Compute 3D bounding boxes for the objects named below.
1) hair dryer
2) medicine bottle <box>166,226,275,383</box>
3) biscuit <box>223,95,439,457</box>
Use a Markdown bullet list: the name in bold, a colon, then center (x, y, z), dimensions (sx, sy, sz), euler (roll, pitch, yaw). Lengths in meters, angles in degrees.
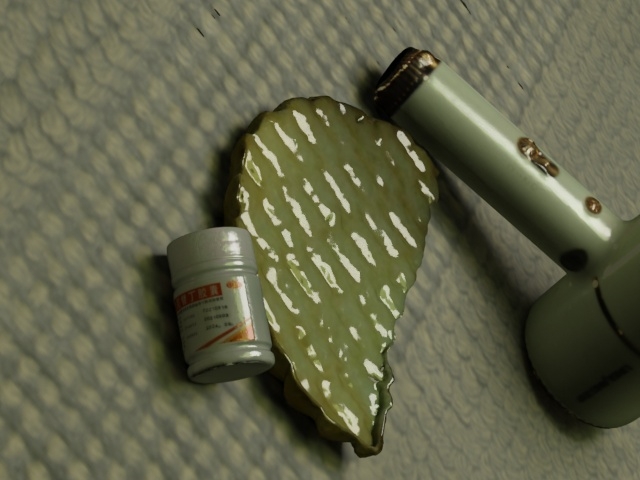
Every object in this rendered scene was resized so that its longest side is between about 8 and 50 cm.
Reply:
- **hair dryer**: center (0.173, -0.030, 1.484), dimensions (0.362, 0.203, 0.128), euler (41, 43, -6)
- **medicine bottle**: center (-0.063, 0.042, 1.225), dimensions (0.057, 0.057, 0.089), euler (8, 66, -50)
- **biscuit**: center (0.000, 0.000, 1.346), dimensions (0.187, 0.036, 0.274), euler (45, 42, -27)
